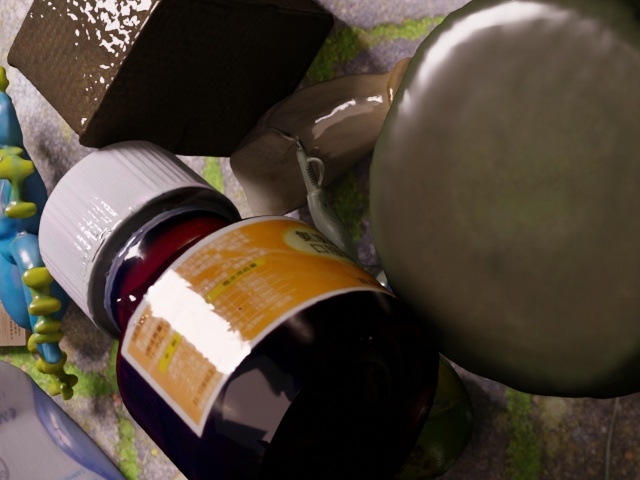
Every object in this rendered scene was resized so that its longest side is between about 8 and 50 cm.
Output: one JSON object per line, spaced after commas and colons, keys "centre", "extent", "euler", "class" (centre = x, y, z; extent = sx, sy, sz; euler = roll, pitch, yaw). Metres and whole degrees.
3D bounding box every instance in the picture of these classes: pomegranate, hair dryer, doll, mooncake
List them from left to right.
{"centre": [-0.323, -0.029, 1.853], "extent": [0.341, 0.098, 0.346], "euler": [95, 154, -47], "class": "doll"}
{"centre": [-0.007, 0.014, 1.665], "extent": [0.199, 0.067, 0.167], "euler": [53, 137, -2], "class": "hair dryer"}
{"centre": [0.071, 0.166, 1.603], "extent": [0.143, 0.122, 0.169], "euler": [-39, 42, 5], "class": "pomegranate"}
{"centre": [0.222, -0.043, 1.433], "extent": [0.356, 0.194, 0.356], "euler": [4, 96, 41], "class": "mooncake"}

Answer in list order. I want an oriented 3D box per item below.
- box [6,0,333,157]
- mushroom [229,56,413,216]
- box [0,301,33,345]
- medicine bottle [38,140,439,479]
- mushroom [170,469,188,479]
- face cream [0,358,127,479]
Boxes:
{"centre": [-0.146, -0.195, 1.659], "extent": [0.143, 0.273, 0.184], "euler": [44, 116, 28], "class": "box"}
{"centre": [0.011, -0.108, 1.656], "extent": [0.247, 0.096, 0.108], "euler": [-24, 51, 33], "class": "mushroom"}
{"centre": [-0.371, 0.099, 1.999], "extent": [0.083, 0.024, 0.053], "euler": [-3, 89, 39], "class": "box"}
{"centre": [-0.097, 0.065, 1.494], "extent": [0.395, 0.242, 0.242], "euler": [39, 114, 36], "class": "medicine bottle"}
{"centre": [-0.097, 0.373, 1.581], "extent": [0.353, 0.353, 0.325], "euler": [-40, 68, 31], "class": "mushroom"}
{"centre": [-0.315, 0.284, 1.824], "extent": [0.420, 0.234, 0.137], "euler": [45, 133, 25], "class": "face cream"}
